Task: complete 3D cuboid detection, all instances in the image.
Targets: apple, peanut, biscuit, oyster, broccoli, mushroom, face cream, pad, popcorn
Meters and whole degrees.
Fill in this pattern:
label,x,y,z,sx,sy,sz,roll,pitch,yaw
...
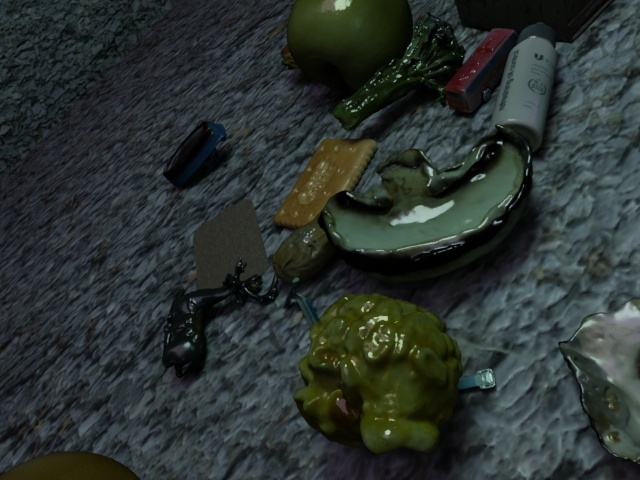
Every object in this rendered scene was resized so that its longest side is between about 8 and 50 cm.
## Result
label,x,y,z,sx,sy,sz,roll,pitch,yaw
apple,0.071,-0.492,1.159,0.292,0.292,0.254,20,88,43
peanut,0.000,0.000,0.924,0.214,0.099,0.099,-37,42,-7
biscuit,0.008,-0.126,1.060,0.160,0.030,0.249,12,63,41
oyster,0.387,0.152,0.526,0.214,0.083,0.222,-25,39,11
broccoli,0.159,-0.337,1.039,0.304,0.145,0.165,-37,46,0
mushroom,0.175,-0.050,0.806,0.344,0.130,0.247,-27,46,7
face cream,0.380,-0.295,0.903,0.092,0.092,0.311,2,56,36
pad,-0.209,0.020,1.109,0.176,0.002,0.266,-31,43,9
popcorn,0.070,0.179,0.648,0.235,0.181,0.216,-27,46,32

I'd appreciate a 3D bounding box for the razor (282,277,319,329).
label,x,y,z,sx,sy,sz,roll,pitch,yaw
razor,-0.013,0.150,0.839,0.191,0.037,0.068,58,138,44

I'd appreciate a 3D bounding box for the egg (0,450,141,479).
label,x,y,z,sx,sy,sz,roll,pitch,yaw
egg,-0.374,0.430,0.693,0.323,0.250,0.250,-10,50,35

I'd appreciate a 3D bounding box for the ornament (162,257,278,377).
label,x,y,z,sx,sy,sz,roll,pitch,yaw
ornament,-0.187,0.137,0.938,0.236,0.080,0.202,-24,44,16

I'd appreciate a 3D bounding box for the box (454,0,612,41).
label,x,y,z,sx,sy,sz,roll,pitch,yaw
box,0.443,-0.572,1.023,0.225,0.190,0.297,-46,42,-5

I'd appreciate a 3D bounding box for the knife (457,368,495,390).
label,x,y,z,sx,sy,sz,roll,pitch,yaw
knife,0.191,0.198,0.676,0.096,0.010,0.027,-21,46,23

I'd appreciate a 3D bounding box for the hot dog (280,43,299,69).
label,x,y,z,sx,sy,sz,roll,pitch,yaw
hot dog,0.008,-0.553,1.367,0.259,0.114,0.175,-49,48,-4

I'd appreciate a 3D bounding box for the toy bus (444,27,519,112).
label,x,y,z,sx,sy,sz,roll,pitch,yaw
toy bus,0.327,-0.341,0.988,0.065,0.077,0.192,29,75,42

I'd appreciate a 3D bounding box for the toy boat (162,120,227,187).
label,x,y,z,sx,sy,sz,roll,pitch,yaw
toy boat,-0.332,-0.225,1.337,0.223,0.097,0.100,-42,43,21
